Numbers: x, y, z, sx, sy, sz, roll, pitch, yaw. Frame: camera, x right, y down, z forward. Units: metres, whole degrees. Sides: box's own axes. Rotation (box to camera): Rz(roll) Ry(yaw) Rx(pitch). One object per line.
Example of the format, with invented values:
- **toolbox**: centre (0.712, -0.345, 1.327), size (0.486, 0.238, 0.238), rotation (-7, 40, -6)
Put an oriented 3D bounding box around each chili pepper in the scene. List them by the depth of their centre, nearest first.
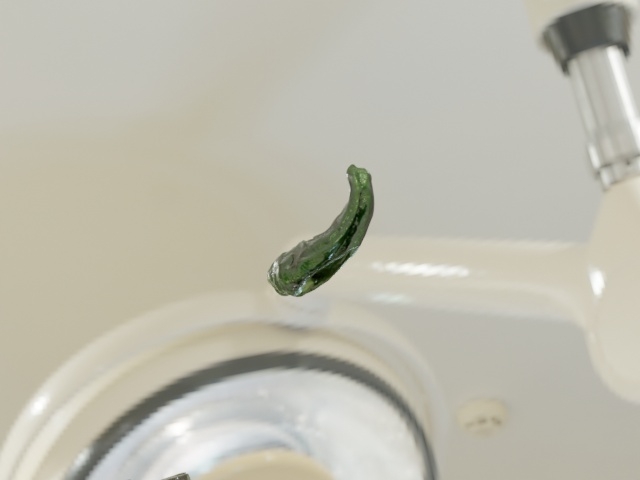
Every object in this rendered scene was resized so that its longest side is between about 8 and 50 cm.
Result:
- **chili pepper**: centre (0.001, 0.002, 1.617), size (0.050, 0.073, 0.182), rotation (29, -58, -22)

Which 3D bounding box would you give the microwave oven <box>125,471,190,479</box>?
- **microwave oven**: centre (-0.281, 0.440, 1.560), size (0.247, 0.333, 0.394), rotation (-20, -6, 33)
